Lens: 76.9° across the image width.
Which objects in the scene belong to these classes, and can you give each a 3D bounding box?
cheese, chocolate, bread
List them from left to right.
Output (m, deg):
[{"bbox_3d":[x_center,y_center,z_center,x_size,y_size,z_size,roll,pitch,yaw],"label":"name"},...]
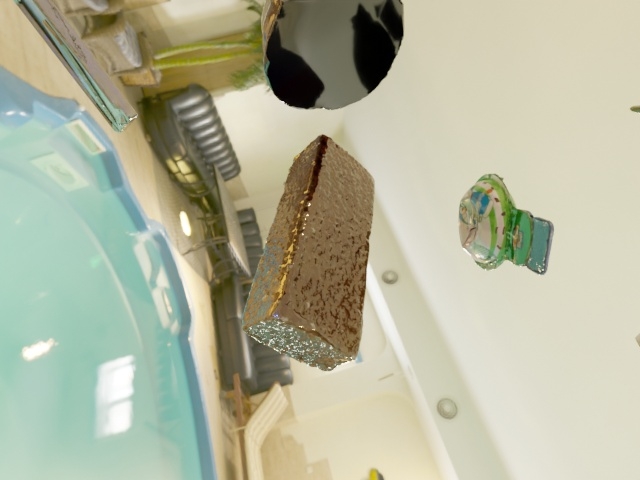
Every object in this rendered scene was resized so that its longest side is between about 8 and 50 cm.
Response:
[{"bbox_3d":[-0.001,-0.409,0.778,0.283,0.284,0.186,82,-13,-61],"label":"chocolate"},{"bbox_3d":[0.000,0.000,0.682,0.165,0.113,0.416,35,42,-23],"label":"bread"},{"bbox_3d":[0.350,-0.028,0.800,0.320,0.083,0.203,-105,-165,-74],"label":"cheese"}]

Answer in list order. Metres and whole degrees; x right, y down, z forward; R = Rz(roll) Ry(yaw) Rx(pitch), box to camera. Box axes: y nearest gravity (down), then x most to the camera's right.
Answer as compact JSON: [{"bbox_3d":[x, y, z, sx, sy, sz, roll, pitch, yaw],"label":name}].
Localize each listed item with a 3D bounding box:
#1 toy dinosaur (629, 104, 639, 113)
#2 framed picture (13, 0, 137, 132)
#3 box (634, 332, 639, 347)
[{"bbox_3d":[0.712,-0.105,0.691,0.447,0.301,0.087,40,-35,33],"label":"toy dinosaur"},{"bbox_3d":[-0.291,-0.217,0.458,0.281,0.019,0.209,24,-30,59],"label":"framed picture"},{"bbox_3d":[0.797,0.283,0.853,0.175,0.062,0.260,36,24,19],"label":"box"}]
